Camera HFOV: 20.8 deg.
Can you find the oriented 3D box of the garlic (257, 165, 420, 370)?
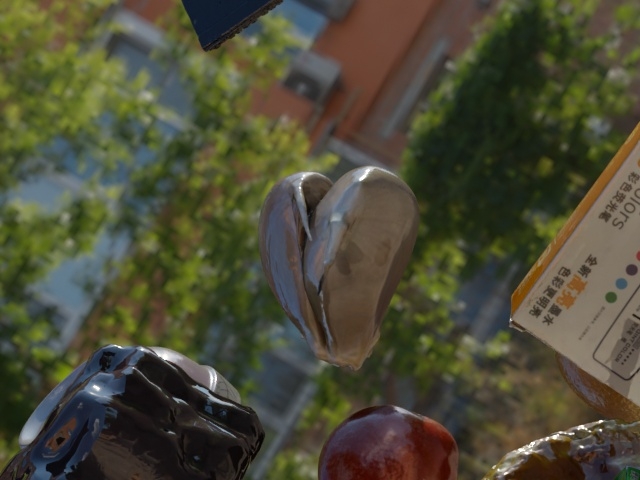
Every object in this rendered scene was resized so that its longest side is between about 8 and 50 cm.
[{"bbox_3d":[0.000,0.000,2.373,0.246,0.231,0.340,-60,-18,-16],"label":"garlic"}]

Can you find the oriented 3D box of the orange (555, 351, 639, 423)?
[{"bbox_3d":[0.434,0.144,2.362,0.236,0.236,0.236,-58,-9,-14],"label":"orange"}]

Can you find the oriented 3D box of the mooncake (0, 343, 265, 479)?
[{"bbox_3d":[-0.219,0.281,1.683,0.381,0.212,0.350,-59,6,-28],"label":"mooncake"}]

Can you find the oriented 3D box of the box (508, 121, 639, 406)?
[{"bbox_3d":[0.359,0.026,1.834,0.274,0.221,0.091,-58,0,17],"label":"box"}]

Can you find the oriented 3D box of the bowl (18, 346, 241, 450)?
[{"bbox_3d":[-0.242,0.227,2.006,0.287,0.144,0.287,-38,16,13],"label":"bowl"}]

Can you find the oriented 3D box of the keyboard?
[{"bbox_3d":[-0.039,-0.274,1.721,0.231,0.072,0.023,-32,-18,25],"label":"keyboard"}]

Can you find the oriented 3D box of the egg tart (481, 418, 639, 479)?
[{"bbox_3d":[0.341,0.338,2.033,0.352,0.352,0.150,-48,-47,-55],"label":"egg tart"}]

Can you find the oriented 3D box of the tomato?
[{"bbox_3d":[0.089,0.275,2.142,0.187,0.151,0.187,-20,-4,-1],"label":"tomato"}]

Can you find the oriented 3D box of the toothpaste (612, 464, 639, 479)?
[{"bbox_3d":[0.276,0.272,1.671,0.178,0.037,0.043,113,176,-59],"label":"toothpaste"}]
